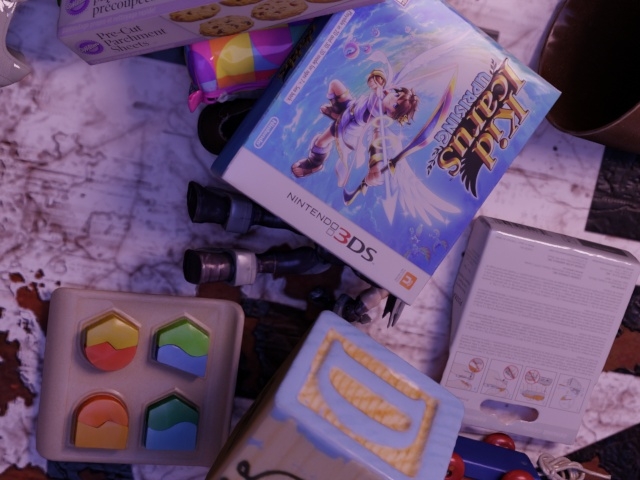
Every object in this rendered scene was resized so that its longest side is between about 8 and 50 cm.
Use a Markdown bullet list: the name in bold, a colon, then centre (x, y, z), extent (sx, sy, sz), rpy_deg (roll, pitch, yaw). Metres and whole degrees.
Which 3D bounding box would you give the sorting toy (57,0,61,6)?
- **sorting toy**: centre (-0.115, -0.291, 1.285), extent (0.366, 0.127, 0.126), rpy_deg (-8, 132, -6)

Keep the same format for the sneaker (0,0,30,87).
- **sneaker**: centre (-0.351, -0.269, 1.239), extent (0.121, 0.099, 0.262), rpy_deg (-11, 110, -16)

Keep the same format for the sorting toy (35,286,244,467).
- **sorting toy**: centre (-0.195, 0.153, 1.370), extent (0.208, 0.038, 0.193), rpy_deg (6, 100, -12)

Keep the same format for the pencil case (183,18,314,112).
- **pencil case**: centre (-0.030, -0.200, 1.303), extent (0.236, 0.104, 0.104), rpy_deg (-13, 103, -8)

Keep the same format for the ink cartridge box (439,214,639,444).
- **ink cartridge box**: centre (0.236, 0.103, 1.442), extent (0.189, 0.066, 0.232), rpy_deg (13, 110, -13)

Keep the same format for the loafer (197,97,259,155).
- **loafer**: centre (-0.016, -0.118, 1.330), extent (0.220, 0.078, 0.080), rpy_deg (-10, 102, -9)

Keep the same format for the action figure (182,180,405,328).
- **action figure**: centre (0.000, 0.000, 1.352), extent (0.285, 0.099, 0.185), rpy_deg (6, 93, -16)

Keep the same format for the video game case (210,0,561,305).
- **video game case**: centre (0.067, -0.110, 1.262), extent (0.244, 0.061, 0.269), rpy_deg (34, 93, -21)

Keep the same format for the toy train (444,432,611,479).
- **toy train**: centre (0.197, 0.303, 1.448), extent (0.248, 0.105, 0.143), rpy_deg (17, 108, -14)

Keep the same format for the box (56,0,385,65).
- **box**: centre (-0.096, -0.235, 1.207), extent (0.324, 0.067, 0.063), rpy_deg (-8, 66, 20)

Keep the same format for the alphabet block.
- **alphabet block**: centre (0.007, 0.226, 1.296), extent (0.192, 0.193, 0.197), rpy_deg (35, 120, 1)

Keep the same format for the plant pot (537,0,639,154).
- **plant pot**: centre (0.390, -0.171, 1.349), extent (0.230, 0.215, 0.215), rpy_deg (22, 96, -28)
